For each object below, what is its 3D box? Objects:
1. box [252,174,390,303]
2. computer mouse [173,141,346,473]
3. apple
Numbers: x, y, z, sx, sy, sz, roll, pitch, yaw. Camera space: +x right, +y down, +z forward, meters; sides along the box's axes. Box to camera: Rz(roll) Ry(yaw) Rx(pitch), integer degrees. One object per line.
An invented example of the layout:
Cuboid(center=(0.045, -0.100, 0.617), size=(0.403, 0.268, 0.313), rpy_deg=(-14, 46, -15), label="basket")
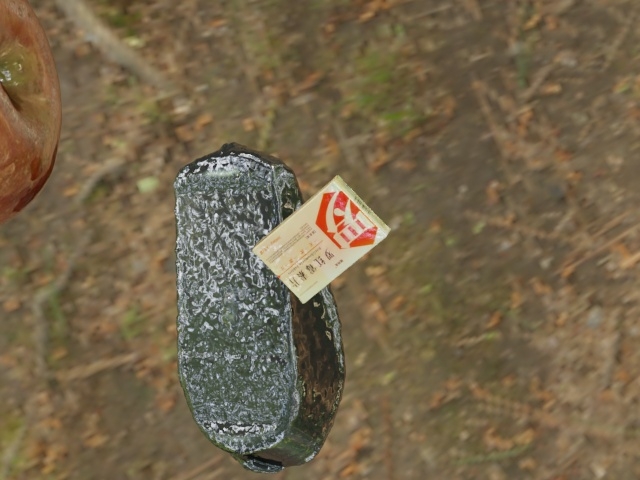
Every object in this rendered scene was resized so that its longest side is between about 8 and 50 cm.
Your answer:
Cuboid(center=(0.000, 0.000, 1.442), size=(0.058, 0.015, 0.093), rpy_deg=(45, 120, -9), label="box")
Cuboid(center=(-0.049, 0.059, 1.712), size=(0.168, 0.087, 0.295), rpy_deg=(0, 96, 50), label="computer mouse")
Cuboid(center=(-0.263, -0.093, 1.237), size=(0.162, 0.201, 0.201), rpy_deg=(-13, 97, 16), label="apple")
